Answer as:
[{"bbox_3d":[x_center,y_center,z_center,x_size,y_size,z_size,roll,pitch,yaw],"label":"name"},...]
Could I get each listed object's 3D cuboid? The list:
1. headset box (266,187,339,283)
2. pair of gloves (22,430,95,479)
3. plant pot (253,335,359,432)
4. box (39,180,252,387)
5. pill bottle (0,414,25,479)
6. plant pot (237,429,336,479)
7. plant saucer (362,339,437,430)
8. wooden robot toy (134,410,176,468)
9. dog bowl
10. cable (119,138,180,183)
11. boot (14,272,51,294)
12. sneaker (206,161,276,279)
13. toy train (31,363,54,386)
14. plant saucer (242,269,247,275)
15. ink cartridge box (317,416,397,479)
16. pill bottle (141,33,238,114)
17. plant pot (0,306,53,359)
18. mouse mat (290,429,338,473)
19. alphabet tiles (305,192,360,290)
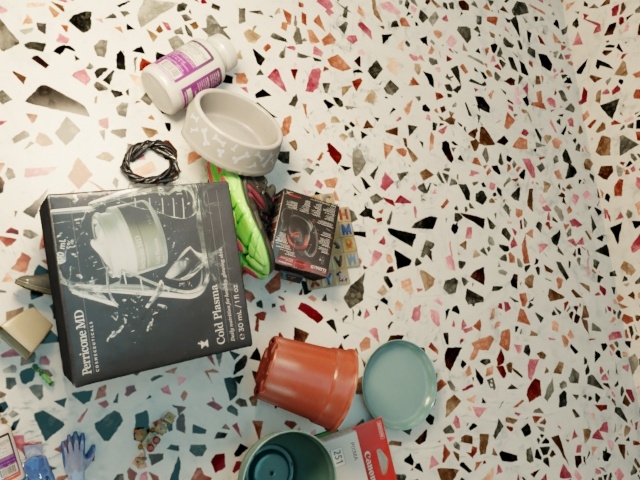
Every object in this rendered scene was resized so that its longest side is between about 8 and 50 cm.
[{"bbox_3d":[-0.074,-0.002,1.925,0.218,0.110,0.293,16,72,-22],"label":"headset box"},{"bbox_3d":[-0.720,0.616,1.539,0.198,0.023,0.159,-5,81,-26],"label":"pair of gloves"},{"bbox_3d":[-0.055,0.435,1.780,0.265,0.272,0.272,21,70,-13],"label":"plant pot"},{"bbox_3d":[-0.486,0.102,1.565,0.472,0.297,0.479,-9,90,-29],"label":"box"},{"bbox_3d":[-0.844,0.541,1.446,0.108,0.108,0.193,-17,86,-28],"label":"pill bottle"},{"bbox_3d":[-0.126,0.718,1.705,0.293,0.196,0.292,6,77,-25],"label":"plant pot"},{"bbox_3d":[0.281,0.520,2.033,0.318,0.044,0.317,5,77,-24],"label":"plant saucer"},{"bbox_3d":[-0.501,0.566,1.632,0.079,0.076,0.173,36,65,-3],"label":"wooden robot toy"},{"bbox_3d":[-0.278,-0.361,1.824,0.349,0.102,0.348,24,35,-18],"label":"dog bowl"},{"bbox_3d":[-0.548,-0.252,1.799,0.185,0.047,0.150,-9,83,-27],"label":"cable"},{"bbox_3d":[-0.751,0.055,1.618,0.190,0.076,0.208,20,77,-36],"label":"boot"},{"bbox_3d":[-0.218,-0.108,1.816,0.202,0.185,0.482,-4,66,-34],"label":"sneaker"},{"bbox_3d":[-0.772,0.375,1.565,0.017,0.024,0.083,-44,99,-27],"label":"toy train"},{"bbox_3d":[-0.294,0.024,1.867,0.200,0.037,0.199,6,77,-25],"label":"plant saucer"},{"bbox_3d":[0.136,0.773,1.872,0.261,0.066,0.296,-13,87,-20],"label":"ink cartridge box"},{"bbox_3d":[-0.424,-0.560,1.859,0.301,0.169,0.169,-42,98,-27],"label":"pill bottle"},{"bbox_3d":[-0.802,0.247,1.539,0.109,0.109,0.096,46,51,-10],"label":"plant pot"},{"bbox_3d":[-0.008,0.724,1.869,0.190,0.007,0.152,-9,83,-26],"label":"mouse mat"},{"bbox_3d":[0.000,0.000,2.029,0.285,0.011,0.342,-7,82,-27],"label":"alphabet tiles"}]
